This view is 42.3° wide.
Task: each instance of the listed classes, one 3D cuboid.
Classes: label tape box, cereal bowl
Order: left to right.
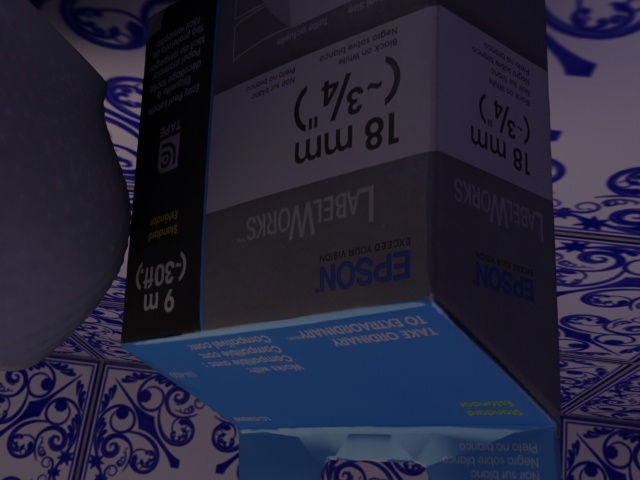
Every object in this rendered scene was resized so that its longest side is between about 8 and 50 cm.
[{"bbox_3d":[-0.224,-0.096,0.447,0.339,0.141,0.339,45,176,4],"label":"cereal bowl"},{"bbox_3d":[0.000,0.000,0.461,0.241,0.333,0.106,-13,159,43],"label":"label tape box"}]
